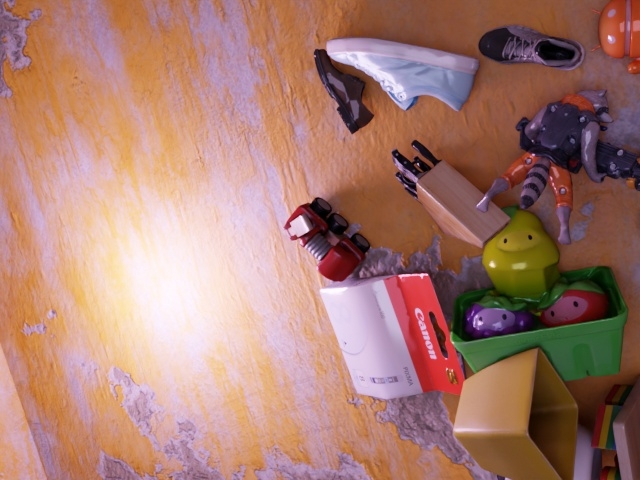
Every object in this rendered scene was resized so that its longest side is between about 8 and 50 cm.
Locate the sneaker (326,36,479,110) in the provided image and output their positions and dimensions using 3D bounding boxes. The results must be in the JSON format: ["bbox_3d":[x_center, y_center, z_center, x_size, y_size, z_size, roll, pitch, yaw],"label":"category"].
[{"bbox_3d":[0.175,-0.385,1.513,0.366,0.135,0.150,16,106,20],"label":"sneaker"}]

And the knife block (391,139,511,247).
[{"bbox_3d":[0.279,-0.120,1.477,0.088,0.275,0.242,-41,110,-6],"label":"knife block"}]

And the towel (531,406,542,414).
[{"bbox_3d":[0.455,0.328,1.549,0.144,0.197,0.029,-7,132,24],"label":"towel"}]

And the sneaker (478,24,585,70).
[{"bbox_3d":[0.447,-0.417,1.387,0.228,0.132,0.086,13,108,20],"label":"sneaker"}]

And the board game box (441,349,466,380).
[{"bbox_3d":[0.331,0.333,1.691,0.090,0.020,0.090,-7,100,24],"label":"board game box"}]

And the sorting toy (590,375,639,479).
[{"bbox_3d":[0.686,0.466,1.450,0.089,0.255,0.257,-5,102,40],"label":"sorting toy"}]

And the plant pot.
[{"bbox_3d":[0.405,0.382,1.364,0.187,0.212,0.212,-18,123,38],"label":"plant pot"}]

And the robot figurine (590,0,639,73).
[{"bbox_3d":[0.658,-0.430,1.294,0.219,0.128,0.158,1,147,23],"label":"robot figurine"}]

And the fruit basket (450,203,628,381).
[{"bbox_3d":[0.469,0.116,1.451,0.392,0.283,0.392,5,113,12],"label":"fruit basket"}]

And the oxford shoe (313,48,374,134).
[{"bbox_3d":[0.060,-0.384,1.604,0.096,0.083,0.227,-30,92,10],"label":"oxford shoe"}]

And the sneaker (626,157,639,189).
[{"bbox_3d":[0.726,-0.189,1.343,0.083,0.084,0.215,41,129,36],"label":"sneaker"}]

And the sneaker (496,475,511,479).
[{"bbox_3d":[0.449,0.487,1.642,0.153,0.101,0.268,17,112,28],"label":"sneaker"}]

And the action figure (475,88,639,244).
[{"bbox_3d":[0.526,-0.165,1.334,0.341,0.178,0.330,22,80,32],"label":"action figure"}]

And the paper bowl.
[{"bbox_3d":[0.557,0.531,1.488,0.148,0.284,0.284,1,104,32],"label":"paper bowl"}]

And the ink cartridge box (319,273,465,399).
[{"bbox_3d":[0.169,0.243,1.594,0.385,0.091,0.308,-10,100,62],"label":"ink cartridge box"}]

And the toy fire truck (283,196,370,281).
[{"bbox_3d":[0.000,0.000,1.624,0.217,0.246,0.158,44,116,8],"label":"toy fire truck"}]
